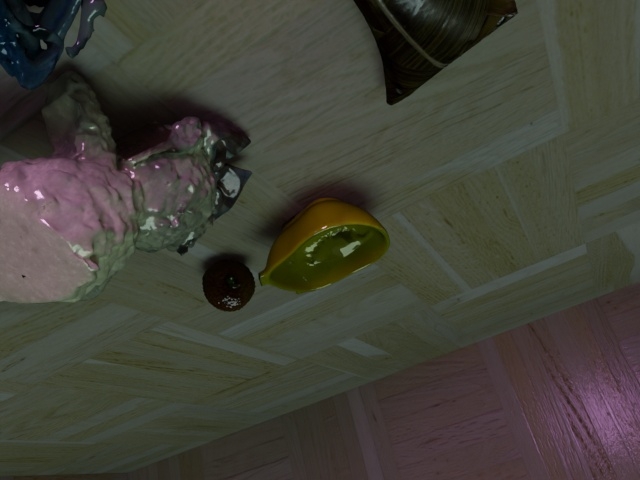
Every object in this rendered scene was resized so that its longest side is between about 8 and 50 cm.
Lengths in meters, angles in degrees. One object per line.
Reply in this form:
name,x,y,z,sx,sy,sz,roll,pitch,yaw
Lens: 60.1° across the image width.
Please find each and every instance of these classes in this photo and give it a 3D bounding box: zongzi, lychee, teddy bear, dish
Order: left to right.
teddy bear,-0.328,-0.072,0.761,0.375,0.362,0.328,10,123,8
lychee,-0.198,0.096,1.184,0.114,0.114,0.146,-2,169,-24
dish,0.000,0.000,1.109,0.262,0.108,0.221,-34,147,28
zongzi,0.070,-0.263,0.678,0.247,0.111,0.241,10,149,-31

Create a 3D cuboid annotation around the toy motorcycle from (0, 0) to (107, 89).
toy motorcycle,-0.296,-0.258,0.471,0.206,0.154,0.260,-28,155,-28
